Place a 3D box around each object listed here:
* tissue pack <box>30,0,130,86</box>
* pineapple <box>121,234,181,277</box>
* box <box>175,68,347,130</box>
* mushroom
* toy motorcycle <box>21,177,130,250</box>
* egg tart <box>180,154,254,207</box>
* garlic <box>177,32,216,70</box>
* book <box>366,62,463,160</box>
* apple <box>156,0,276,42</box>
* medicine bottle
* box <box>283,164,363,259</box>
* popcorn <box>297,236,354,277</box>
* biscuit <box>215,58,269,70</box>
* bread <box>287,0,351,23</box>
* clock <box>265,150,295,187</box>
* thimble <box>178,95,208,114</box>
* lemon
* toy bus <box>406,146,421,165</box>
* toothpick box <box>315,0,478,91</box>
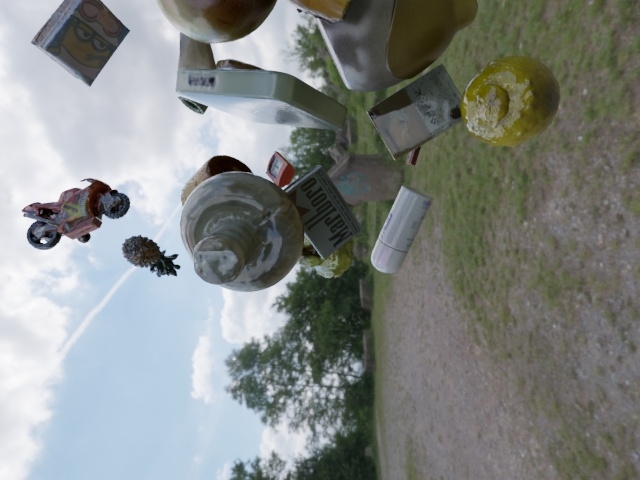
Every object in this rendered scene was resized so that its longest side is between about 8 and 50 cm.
[{"bbox_3d":[-0.490,-0.421,0.862,0.155,0.065,0.115,-58,-23,-6],"label":"tissue pack"},{"bbox_3d":[-0.461,0.044,1.138,0.221,0.104,0.083,76,-152,-73],"label":"pineapple"},{"bbox_3d":[-0.151,-0.393,1.166,0.373,0.368,0.090,-6,-72,-62],"label":"box"},{"bbox_3d":[-0.152,-0.003,0.779,0.243,0.244,0.243,1,-90,-85],"label":"mushroom"},{"bbox_3d":[-0.700,-0.086,1.202,0.089,0.298,0.171,90,155,-75],"label":"toy motorcycle"},{"bbox_3d":[-0.262,-0.133,1.138,0.147,0.203,0.202,-43,29,39],"label":"egg tart"},{"bbox_3d":[-0.490,-0.705,1.595,0.338,0.151,0.196,97,149,-46],"label":"garlic"},{"bbox_3d":[0.354,-0.460,1.507,0.216,0.311,0.021,60,-168,1],"label":"book"},{"bbox_3d":[-0.294,-0.756,1.168,0.374,0.375,0.383,55,-137,-81],"label":"apple"},{"bbox_3d":[0.301,-0.031,1.595,0.130,0.131,0.340,-72,3,-72],"label":"medicine bottle"},{"bbox_3d":[0.001,-0.060,0.908,0.177,0.115,0.036,55,176,-23],"label":"box"},{"bbox_3d":[0.000,0.000,1.336,0.256,0.195,0.255,53,-170,-15],"label":"popcorn"},{"bbox_3d":[-0.198,-0.565,1.492,0.359,0.360,0.046,-51,-18,-81],"label":"biscuit"},{"bbox_3d":[-0.020,-0.667,1.026,0.163,0.262,0.204,-8,-49,-48],"label":"bread"},{"bbox_3d":[-0.176,-0.311,1.824,0.155,0.061,0.113,49,120,44],"label":"clock"},{"bbox_3d":[-0.479,-0.534,1.587,0.062,0.110,0.084,-65,19,-15],"label":"thimble"},{"bbox_3d":[0.574,-0.420,1.269,0.316,0.286,0.285,-59,-30,-66],"label":"lemon"},{"bbox_3d":[0.385,-0.361,1.706,0.043,0.031,0.110,23,97,66],"label":"toy bus"},{"bbox_3d":[0.217,-0.713,1.311,0.408,0.426,0.409,62,-171,-17],"label":"toothpick box"}]
